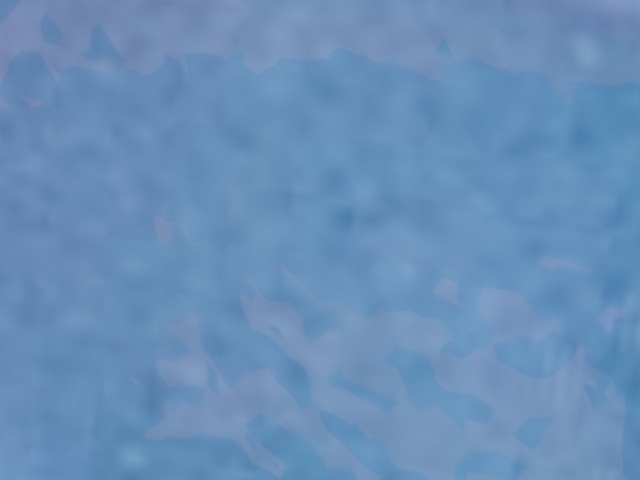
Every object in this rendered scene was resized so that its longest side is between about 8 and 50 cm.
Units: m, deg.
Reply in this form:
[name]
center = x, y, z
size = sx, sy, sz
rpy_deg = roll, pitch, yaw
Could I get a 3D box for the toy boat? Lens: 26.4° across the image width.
[toy boat]
center = 0.000, 0.000, 0.436
size = 0.329, 0.123, 0.215
rpy_deg = 3, 104, 10
